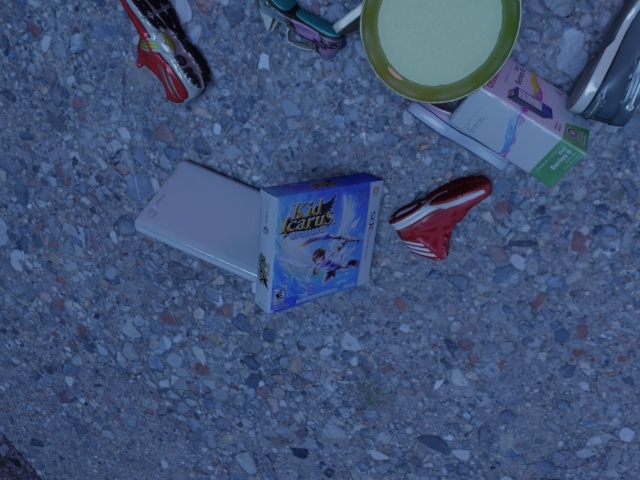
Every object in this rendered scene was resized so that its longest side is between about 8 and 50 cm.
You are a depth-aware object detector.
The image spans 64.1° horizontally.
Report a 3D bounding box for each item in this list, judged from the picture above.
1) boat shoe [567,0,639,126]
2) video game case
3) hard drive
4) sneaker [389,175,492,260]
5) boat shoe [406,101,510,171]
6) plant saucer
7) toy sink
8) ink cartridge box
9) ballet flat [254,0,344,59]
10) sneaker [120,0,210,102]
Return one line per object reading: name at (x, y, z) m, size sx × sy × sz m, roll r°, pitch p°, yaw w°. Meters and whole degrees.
boat shoe at (0.521, -0.333, 0.806) m, size 0.099 × 0.116 × 0.320 m, roll 29°, pitch 104°, yaw 6°
video game case at (0.000, 0.000, 1.035) m, size 0.061 × 0.269 × 0.244 m, roll 30°, pitch 123°, yaw 44°
hard drive at (-0.210, -0.044, 1.109) m, size 0.307 × 0.203 × 0.040 m, roll 23°, pitch 146°, yaw 5°
sneaker at (0.264, -0.040, 1.046) m, size 0.221 × 0.087 × 0.128 m, roll -22°, pitch 113°, yaw 35°
boat shoe at (0.274, -0.218, 0.970) m, size 0.226 × 0.083 × 0.076 m, roll 29°, pitch 105°, yaw -10°
plant saucer at (0.182, -0.338, 0.792) m, size 0.240 × 0.037 × 0.241 m, roll 6°, pitch 114°, yaw 13°
toy sink at (0.161, -0.385, 0.884) m, size 0.234 × 0.153 × 0.131 m, roll -29°, pitch 102°, yaw 23°
ink cartridge box at (0.349, -0.215, 0.888) m, size 0.212 × 0.154 × 0.093 m, roll 32°, pitch 138°, yaw 2°
ballet flat at (-0.058, -0.422, 0.981) m, size 0.221 × 0.077 × 0.079 m, roll 35°, pitch 136°, yaw -1°
sneaker at (-0.349, -0.410, 1.050) m, size 0.118 × 0.107 × 0.279 m, roll -24°, pitch 101°, yaw 33°
